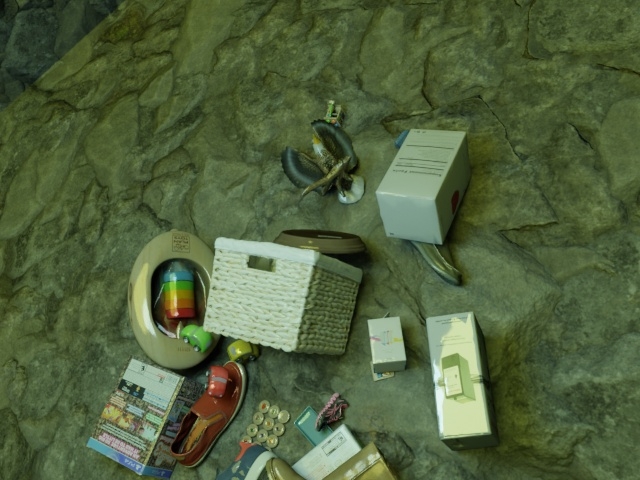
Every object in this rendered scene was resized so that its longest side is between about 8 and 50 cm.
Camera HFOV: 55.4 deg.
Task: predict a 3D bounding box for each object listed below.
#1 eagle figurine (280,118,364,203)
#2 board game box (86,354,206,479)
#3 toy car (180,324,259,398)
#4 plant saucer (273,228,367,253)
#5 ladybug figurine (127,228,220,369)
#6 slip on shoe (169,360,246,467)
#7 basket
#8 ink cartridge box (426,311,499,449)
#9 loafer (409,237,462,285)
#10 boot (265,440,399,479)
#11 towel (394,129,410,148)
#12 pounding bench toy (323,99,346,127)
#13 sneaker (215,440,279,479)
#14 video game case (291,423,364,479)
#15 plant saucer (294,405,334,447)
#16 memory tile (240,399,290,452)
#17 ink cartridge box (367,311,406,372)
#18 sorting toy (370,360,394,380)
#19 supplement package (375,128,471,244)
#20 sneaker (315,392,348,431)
[{"bbox_3d":[0.012,-0.261,1.996,0.226,0.225,0.298,0,21,-18],"label":"eagle figurine"},{"bbox_3d":[-0.516,0.528,1.833,0.231,0.141,0.291,13,71,29],"label":"board game box"},{"bbox_3d":[-0.311,0.317,1.782,0.225,0.053,0.239,37,39,7],"label":"toy car"},{"bbox_3d":[0.000,0.000,1.798,0.277,0.277,0.041,8,98,28],"label":"plant saucer"},{"bbox_3d":[-0.454,0.185,1.924,0.304,0.162,0.450,5,70,-22],"label":"ladybug figurine"},{"bbox_3d":[-0.325,0.502,1.785,0.123,0.101,0.331,23,75,34],"label":"slip on shoe"},{"bbox_3d":[-0.101,0.159,1.711,0.328,0.331,0.267,8,84,28],"label":"basket"},{"bbox_3d":[0.350,0.348,1.490,0.121,0.211,0.289,-11,62,18],"label":"ink cartridge box"},{"bbox_3d":[0.327,0.023,1.735,0.087,0.094,0.251,-40,55,6],"label":"loafer"},{"bbox_3d":[0.030,0.580,1.504,0.269,0.089,0.236,-36,75,5],"label":"boot"},{"bbox_3d":[0.298,-0.307,1.957,0.067,0.029,0.119,-48,55,-4],"label":"towel"},{"bbox_3d":[0.043,-0.436,2.106,0.052,0.083,0.065,8,68,27],"label":"pounding bench toy"},{"bbox_3d":[-0.251,0.707,1.641,0.148,0.131,0.350,21,69,39],"label":"sneaker"},{"bbox_3d":[0.035,0.652,1.553,0.269,0.061,0.244,-40,62,1],"label":"video game case"},{"bbox_3d":[0.009,0.541,1.662,0.067,0.018,0.192,-48,57,-4],"label":"plant saucer"},{"bbox_3d":[-0.157,0.540,1.741,0.113,0.012,0.148,19,74,31],"label":"memory tile"},{"bbox_3d":[0.180,0.276,1.663,0.089,0.092,0.143,-7,60,3],"label":"ink cartridge box"},{"bbox_3d":[0.168,0.343,1.693,0.062,0.012,0.083,-19,59,15],"label":"sorting toy"},{"bbox_3d":[0.302,-0.159,1.742,0.175,0.178,0.293,9,50,28],"label":"supplement package"},{"bbox_3d":[0.032,0.475,1.662,0.057,0.047,0.119,32,65,18],"label":"sneaker"}]
